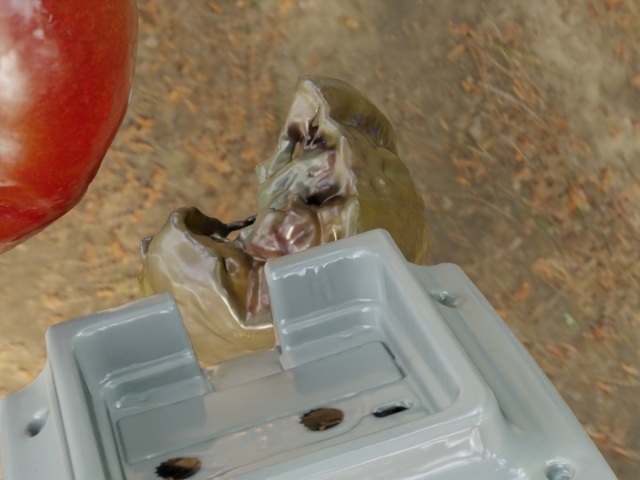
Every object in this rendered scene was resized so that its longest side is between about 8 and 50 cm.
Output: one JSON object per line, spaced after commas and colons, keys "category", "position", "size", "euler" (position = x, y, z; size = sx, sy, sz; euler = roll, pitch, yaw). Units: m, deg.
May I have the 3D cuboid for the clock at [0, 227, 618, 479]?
{"category": "clock", "position": [-0.017, 0.104, 0.754], "size": [0.262, 0.231, 0.116], "euler": [-17, 114, -7]}

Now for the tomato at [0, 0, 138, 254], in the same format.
{"category": "tomato", "position": [-0.230, -0.129, 0.820], "size": [0.298, 0.298, 0.226], "euler": [-15, 37, 16]}

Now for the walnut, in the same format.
{"category": "walnut", "position": [0.002, 0.010, 1.224], "size": [0.141, 0.204, 0.238], "euler": [26, 68, 43]}
